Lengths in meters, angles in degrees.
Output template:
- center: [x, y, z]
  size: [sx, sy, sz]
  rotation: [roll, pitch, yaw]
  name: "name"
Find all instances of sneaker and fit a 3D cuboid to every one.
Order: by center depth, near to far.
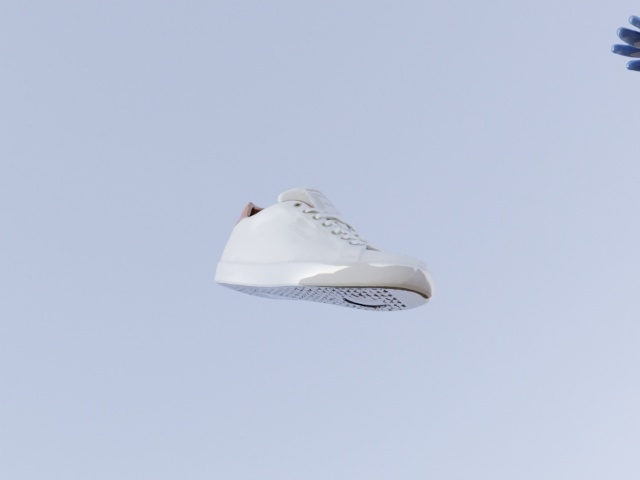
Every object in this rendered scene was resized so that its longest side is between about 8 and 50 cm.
- center: [0.000, 0.000, 0.950]
  size: [0.106, 0.290, 0.123]
  rotation: [24, -104, -42]
  name: "sneaker"

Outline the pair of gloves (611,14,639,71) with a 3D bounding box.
- center: [0.460, -0.287, 1.168]
  size: [0.159, 0.023, 0.198]
  rotation: [1, -41, -17]
  name: "pair of gloves"
